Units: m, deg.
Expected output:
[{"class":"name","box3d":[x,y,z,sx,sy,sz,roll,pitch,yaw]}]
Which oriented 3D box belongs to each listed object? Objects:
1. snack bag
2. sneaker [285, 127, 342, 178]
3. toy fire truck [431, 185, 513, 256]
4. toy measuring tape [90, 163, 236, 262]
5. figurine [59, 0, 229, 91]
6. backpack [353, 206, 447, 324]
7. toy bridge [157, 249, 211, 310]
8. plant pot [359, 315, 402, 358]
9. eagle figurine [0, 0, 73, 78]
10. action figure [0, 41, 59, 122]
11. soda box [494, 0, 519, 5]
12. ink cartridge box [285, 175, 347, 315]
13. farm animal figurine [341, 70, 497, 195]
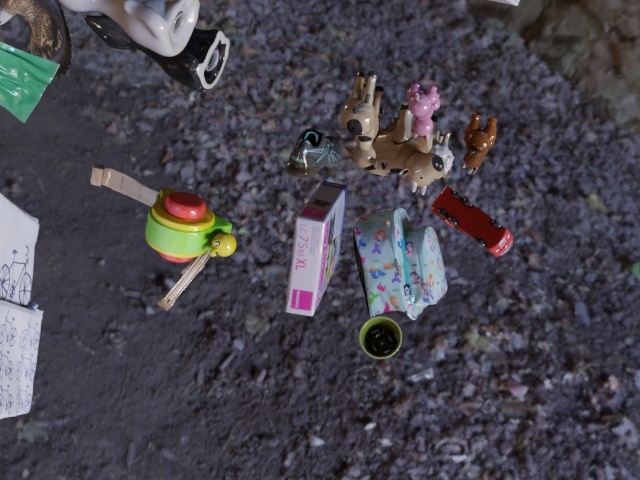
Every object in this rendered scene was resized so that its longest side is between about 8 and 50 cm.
[{"class":"snack bag","box3d":[-0.477,0.097,1.188,0.037,0.323,0.343,2,79,-5]},{"class":"sneaker","box3d":[-0.003,-0.248,2.097,0.101,0.106,0.267,19,27,15]},{"class":"toy fire truck","box3d":[0.250,-0.030,1.306,0.192,0.047,0.135,42,6,35]},{"class":"toy measuring tape","box3d":[-0.293,-0.047,1.348,0.330,0.121,0.121,25,39,18]},{"class":"figurine","box3d":[-0.261,-0.304,1.094,0.209,0.092,0.215,20,-5,14]},{"class":"backpack","box3d":[0.177,0.051,1.786,0.225,0.191,0.254,-20,92,-69]},{"class":"toy bridge","box3d":[-0.253,0.056,1.553,0.026,0.063,0.188,41,53,-9]},{"class":"plant pot","box3d":[0.121,0.198,1.554,0.083,0.079,0.083,-2,74,7]},{"class":"eagle figurine","box3d":[-0.743,-0.594,2.008,0.225,0.298,0.226,-7,54,31]},{"class":"action figure","box3d":[-0.632,-0.339,1.475,0.232,0.137,0.063,30,8,-30]},{"class":"soda box","box3d":[0.199,-0.410,1.169,0.216,0.069,0.074,27,15,36]},{"class":"ink cartridge box","box3d":[0.000,0.000,1.523,0.065,0.186,0.311,9,20,6]},{"class":"farm animal figurine","box3d":[0.159,-0.183,1.530,0.330,0.172,0.326,16,-5,-18]}]
